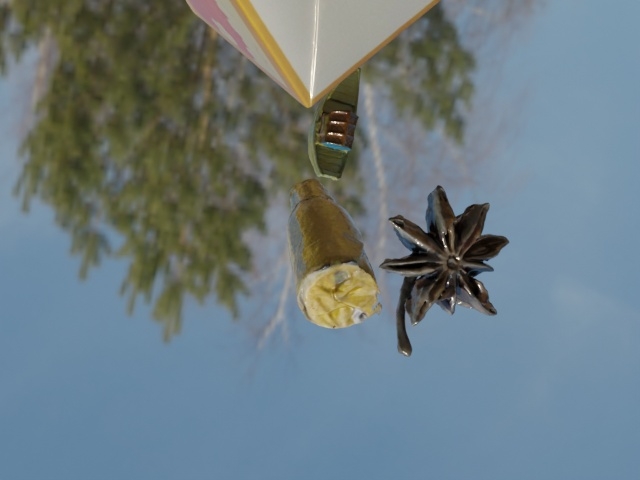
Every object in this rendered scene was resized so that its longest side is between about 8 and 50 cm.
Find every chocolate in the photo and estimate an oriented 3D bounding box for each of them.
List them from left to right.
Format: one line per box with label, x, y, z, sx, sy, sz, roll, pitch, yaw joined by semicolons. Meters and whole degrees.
chocolate;0.000;0.000;1.534;0.086;0.085;0.219;6;-153;-14

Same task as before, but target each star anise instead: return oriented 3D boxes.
star anise;0.161;0.040;2.156;0.231;0.209;0.089;-39;-165;-11

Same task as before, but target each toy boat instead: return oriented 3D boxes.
toy boat;0.024;-0.172;2.264;0.065;0.172;0.066;17;168;-27

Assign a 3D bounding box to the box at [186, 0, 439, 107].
box;-0.006;-0.309;1.178;0.283;0.259;0.214;-39;-134;-5
